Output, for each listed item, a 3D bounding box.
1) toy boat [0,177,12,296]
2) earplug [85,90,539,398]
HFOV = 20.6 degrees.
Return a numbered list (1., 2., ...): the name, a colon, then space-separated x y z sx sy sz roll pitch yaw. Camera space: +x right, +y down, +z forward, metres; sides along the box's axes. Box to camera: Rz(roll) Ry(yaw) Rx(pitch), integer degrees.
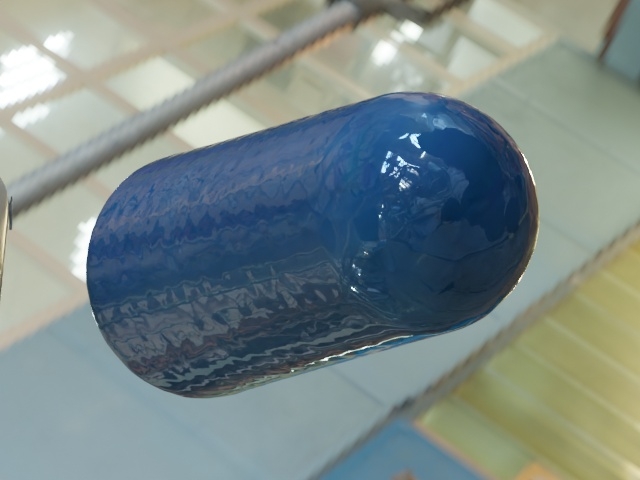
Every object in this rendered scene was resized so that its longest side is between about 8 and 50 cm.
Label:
1. toy boat: -0.376 0.010 1.730 0.269 0.140 0.141 -105 36 -59
2. earplug: 0.000 0.000 0.826 0.132 0.132 0.273 -45 14 -27
